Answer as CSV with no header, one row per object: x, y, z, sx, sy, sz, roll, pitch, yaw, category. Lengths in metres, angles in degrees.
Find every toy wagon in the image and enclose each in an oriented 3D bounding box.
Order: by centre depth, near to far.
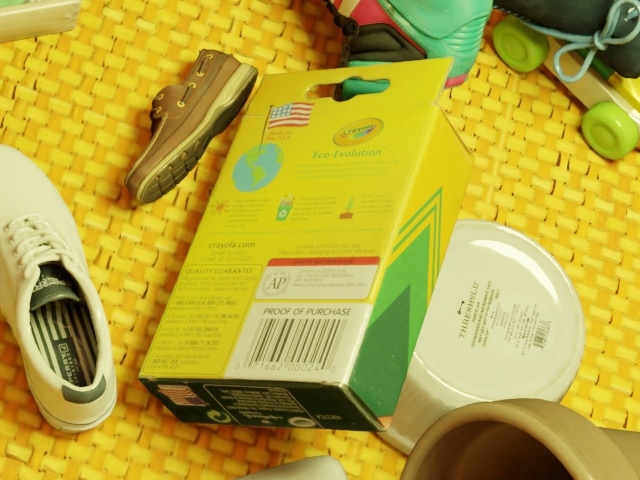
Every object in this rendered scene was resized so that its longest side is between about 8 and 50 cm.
0.340,-0.187,1.796,0.344,0.068,0.267,46,62,8,toy wagon

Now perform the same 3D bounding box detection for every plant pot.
0.223,0.246,1.477,0.229,0.263,0.263,-3,66,-36,plant pot

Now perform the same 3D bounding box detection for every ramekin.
0.125,0.079,1.585,0.207,0.109,0.207,7,63,-14,ramekin

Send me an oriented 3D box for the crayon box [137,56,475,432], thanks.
0.000,0.000,1.537,0.081,0.202,0.318,50,50,-43,crayon box

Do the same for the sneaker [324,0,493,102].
0.038,-0.204,1.688,0.124,0.178,0.295,-14,29,-37,sneaker

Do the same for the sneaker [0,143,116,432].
-0.221,0.026,1.516,0.094,0.091,0.258,-19,72,-23,sneaker

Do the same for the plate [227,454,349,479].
-0.064,0.317,1.454,0.278,0.045,0.277,-11,69,-21,plate

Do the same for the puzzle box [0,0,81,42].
-0.401,-0.347,1.662,0.272,0.052,0.409,-14,71,-21,puzzle box

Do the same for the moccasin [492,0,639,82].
0.292,-0.203,1.676,0.342,0.138,0.116,8,69,-12,moccasin

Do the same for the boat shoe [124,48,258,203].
-0.122,-0.101,1.626,0.060,0.064,0.178,32,54,6,boat shoe
